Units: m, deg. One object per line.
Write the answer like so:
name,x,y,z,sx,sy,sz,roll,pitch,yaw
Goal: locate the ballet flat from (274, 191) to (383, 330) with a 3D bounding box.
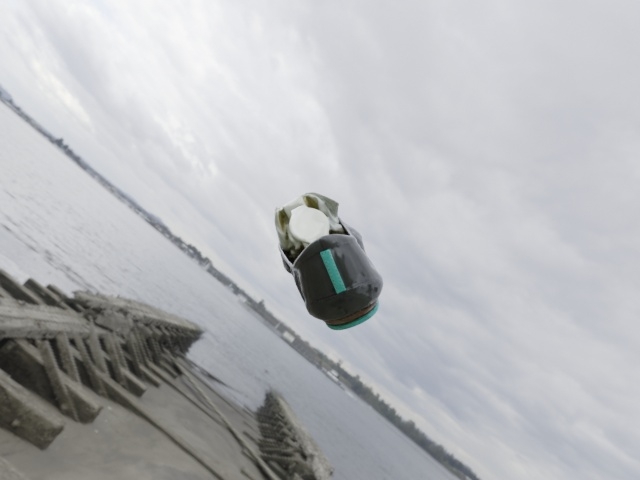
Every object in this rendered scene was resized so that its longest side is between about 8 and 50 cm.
ballet flat,0.000,0.000,0.543,0.096,0.095,0.280,65,-6,-15
